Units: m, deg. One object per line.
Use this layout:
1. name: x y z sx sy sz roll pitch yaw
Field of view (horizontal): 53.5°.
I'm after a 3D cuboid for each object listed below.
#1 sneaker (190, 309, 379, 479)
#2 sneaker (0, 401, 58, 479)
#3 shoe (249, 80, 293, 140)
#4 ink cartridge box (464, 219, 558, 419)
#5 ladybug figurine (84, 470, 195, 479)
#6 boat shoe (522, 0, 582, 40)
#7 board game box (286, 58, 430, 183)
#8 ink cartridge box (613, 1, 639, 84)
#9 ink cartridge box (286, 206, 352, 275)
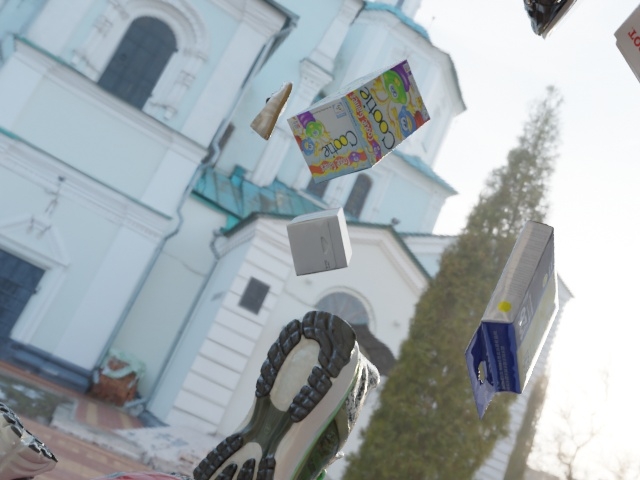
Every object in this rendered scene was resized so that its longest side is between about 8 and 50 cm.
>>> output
1. sneaker: -0.036 0.309 0.866 0.182 0.410 0.158 37 -5 -42
2. sneaker: -0.360 0.221 0.634 0.107 0.118 0.279 52 -33 -10
3. shoe: -0.122 -0.348 1.640 0.058 0.219 0.077 24 -40 -5
4. ink cartridge box: 0.384 0.171 1.239 0.072 0.307 0.304 15 -30 29
5. ladybug figurine: -0.174 0.294 0.474 0.305 0.162 0.449 6 -38 -34
6. boat shoe: 0.305 -0.351 0.797 0.095 0.112 0.335 44 8 6
7. board game box: 0.085 -0.245 1.283 0.144 0.275 0.142 -12 -70 40
8. ink cartridge box: 0.526 -0.283 0.775 0.114 0.199 0.273 -4 -30 -21
9. ink cartridge box: 0.000 0.000 1.531 0.127 0.128 0.176 -11 7 7
